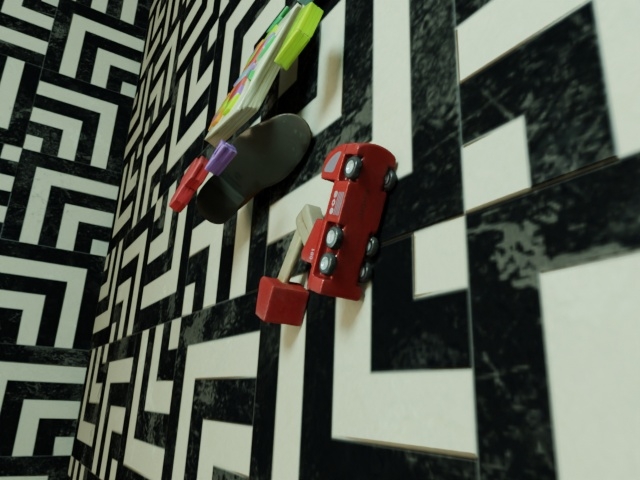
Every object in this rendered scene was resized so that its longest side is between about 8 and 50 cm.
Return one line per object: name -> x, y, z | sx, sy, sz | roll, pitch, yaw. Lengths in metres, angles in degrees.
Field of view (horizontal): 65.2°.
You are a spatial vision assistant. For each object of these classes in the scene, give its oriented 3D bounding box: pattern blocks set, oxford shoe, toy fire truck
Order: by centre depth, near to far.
toy fire truck -> 0.000, 0.000, 0.493 | 0.135, 0.047, 0.192 | 16, 92, 61
pattern blocks set -> -0.088, -0.207, 0.645 | 0.285, 0.026, 0.325 | -28, 37, 50
oxford shoe -> -0.084, -0.103, 0.659 | 0.212, 0.076, 0.076 | -32, 11, 37
